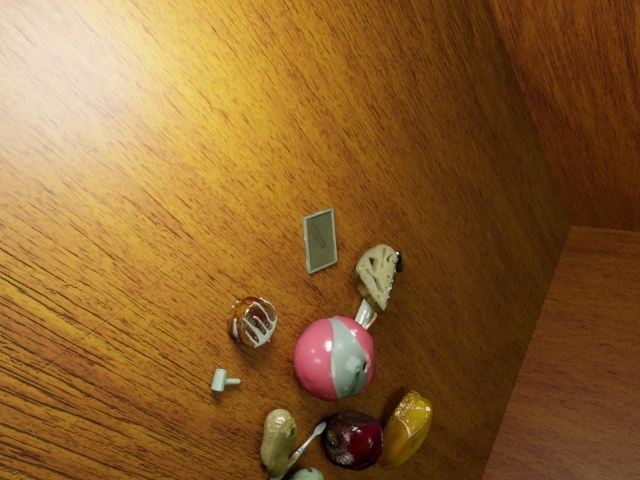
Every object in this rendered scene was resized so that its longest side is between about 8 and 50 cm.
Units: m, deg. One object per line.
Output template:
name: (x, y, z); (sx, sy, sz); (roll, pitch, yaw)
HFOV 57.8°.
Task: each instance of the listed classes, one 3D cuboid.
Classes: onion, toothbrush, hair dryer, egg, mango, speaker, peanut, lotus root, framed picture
onion: (0.137, 0.765, 2.179); (0.216, 0.206, 0.207); (2, 95, -49)
toothbrush: (-0.100, 0.775, 2.047); (0.375, 0.028, 0.037); (-39, 165, -37)
hair dryer: (-0.280, 0.428, 1.780); (0.124, 0.038, 0.063); (18, 83, -54)
egg: (-0.054, 0.880, 2.036); (0.182, 0.141, 0.141); (-42, 127, -49)
mango: (0.359, 0.814, 2.463); (0.199, 0.201, 0.350); (32, 80, -17)
speaker: (0.046, 0.409, 1.992); (0.294, 0.294, 0.294); (-11, 105, -47)
peanut: (-0.137, 0.679, 1.929); (0.120, 0.110, 0.236); (-10, 106, -61)
lotus root: (0.204, 0.127, 2.186); (0.170, 0.074, 0.261); (30, 61, -9)
framed picture: (0.000, 0.000, 2.030); (0.150, 0.015, 0.203); (-22, 114, -44)

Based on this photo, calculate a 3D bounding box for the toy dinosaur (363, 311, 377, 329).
toy dinosaur: (0.112, 0.353, 2.159); (0.279, 0.101, 0.055); (-57, 146, -9)

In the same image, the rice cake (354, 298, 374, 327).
rice cake: (0.161, 0.316, 2.238); (0.052, 0.057, 0.256); (41, 67, -43)

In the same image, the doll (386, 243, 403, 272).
doll: (0.291, 0.099, 2.351); (0.165, 0.057, 0.139); (44, 62, -49)

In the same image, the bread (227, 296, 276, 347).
bread: (-0.208, 0.252, 1.796); (0.160, 0.073, 0.160); (-11, 104, -48)
